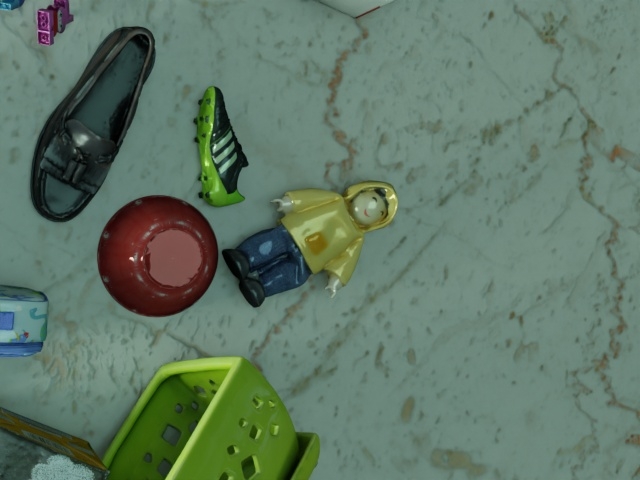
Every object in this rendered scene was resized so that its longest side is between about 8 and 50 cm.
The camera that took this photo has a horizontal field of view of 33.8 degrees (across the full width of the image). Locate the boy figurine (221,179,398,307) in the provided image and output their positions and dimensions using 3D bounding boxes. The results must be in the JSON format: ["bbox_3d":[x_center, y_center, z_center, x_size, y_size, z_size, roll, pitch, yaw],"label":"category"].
[{"bbox_3d":[0.000,0.000,1.597,0.285,0.092,0.177,-27,98,-15],"label":"boy figurine"}]

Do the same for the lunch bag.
[{"bbox_3d":[-0.471,0.101,1.374,0.219,0.176,0.090,5,89,-22],"label":"lunch bag"}]

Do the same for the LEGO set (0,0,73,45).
[{"bbox_3d":[-0.389,-0.395,1.441,0.087,0.093,0.227,12,118,13],"label":"LEGO set"}]

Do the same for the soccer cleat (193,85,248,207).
[{"bbox_3d":[-0.145,-0.139,1.560,0.072,0.060,0.178,-6,100,-30],"label":"soccer cleat"}]

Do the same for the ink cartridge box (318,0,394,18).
[{"bbox_3d":[0.084,-0.491,1.559,0.114,0.197,0.272,21,84,-20],"label":"ink cartridge box"}]

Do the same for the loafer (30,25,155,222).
[{"bbox_3d":[-0.317,-0.168,1.468,0.109,0.095,0.302,27,82,-19],"label":"loafer"}]

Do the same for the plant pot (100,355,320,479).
[{"bbox_3d":[-0.149,0.311,1.460,0.207,0.227,0.228,43,59,-24],"label":"plant pot"}]

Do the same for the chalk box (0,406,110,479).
[{"bbox_3d":[-0.433,0.387,1.396,0.180,0.179,0.288,29,82,-20],"label":"chalk box"}]

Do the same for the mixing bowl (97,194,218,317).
[{"bbox_3d":[-0.223,0.024,1.508,0.182,0.098,0.181,0,91,-20],"label":"mixing bowl"}]
